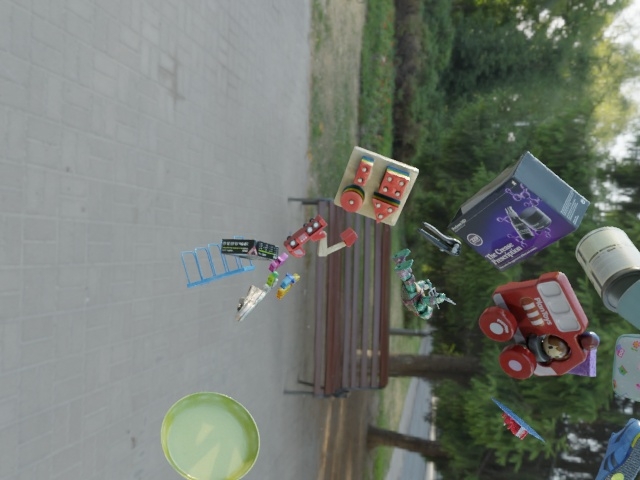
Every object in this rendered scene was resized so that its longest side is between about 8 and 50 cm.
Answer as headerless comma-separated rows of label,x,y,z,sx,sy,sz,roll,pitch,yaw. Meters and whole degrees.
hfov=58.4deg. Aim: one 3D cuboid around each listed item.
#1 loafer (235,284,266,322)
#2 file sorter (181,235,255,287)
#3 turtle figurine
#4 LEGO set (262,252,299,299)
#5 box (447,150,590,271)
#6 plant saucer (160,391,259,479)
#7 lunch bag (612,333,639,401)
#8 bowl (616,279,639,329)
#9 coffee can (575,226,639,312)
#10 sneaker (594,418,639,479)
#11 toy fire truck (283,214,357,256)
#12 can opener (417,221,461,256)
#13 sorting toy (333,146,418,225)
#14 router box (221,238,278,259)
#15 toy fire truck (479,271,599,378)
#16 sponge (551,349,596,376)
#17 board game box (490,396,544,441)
loafer,-0.153,0.130,1.187,0.045,0.039,0.125,-50,179,23
file sorter,-0.292,0.059,1.629,0.118,0.171,0.104,-3,76,-83
turtle figurine,0.282,0.144,1.618,0.234,0.118,0.175,56,-4,-20
LEGO set,-0.119,0.122,1.898,0.093,0.087,0.227,-43,170,-28
box,0.452,-0.058,1.339,0.103,0.184,0.261,-49,180,-32
plant saucer,-0.266,0.478,1.374,0.037,0.241,0.241,-60,-174,36
lunch bag,1.046,0.393,1.747,0.279,0.108,0.223,-2,-101,62
bowl,1.164,0.222,1.877,0.311,0.312,0.163,74,-1,-49
coffee can,1.100,0.105,2.131,0.275,0.202,0.201,-89,172,-55
sneaker,0.736,0.534,1.410,0.209,0.069,0.082,-60,-165,9
toy fire truck,0.000,0.000,1.717,0.135,0.192,0.047,52,-1,-24
can opener,0.394,-0.002,1.898,0.059,0.186,0.073,-64,-156,0
sorting toy,0.203,-0.188,2.171,0.089,0.257,0.255,-70,180,-56
router box,-0.170,0.023,1.393,0.122,0.092,0.038,20,73,-64
toy fire truck,0.606,0.239,1.561,0.169,0.254,0.302,-37,101,-39
sponge,0.715,0.329,1.686,0.210,0.031,0.117,-10,-106,62
board game box,0.482,0.458,1.434,0.033,0.133,0.169,-51,133,3
